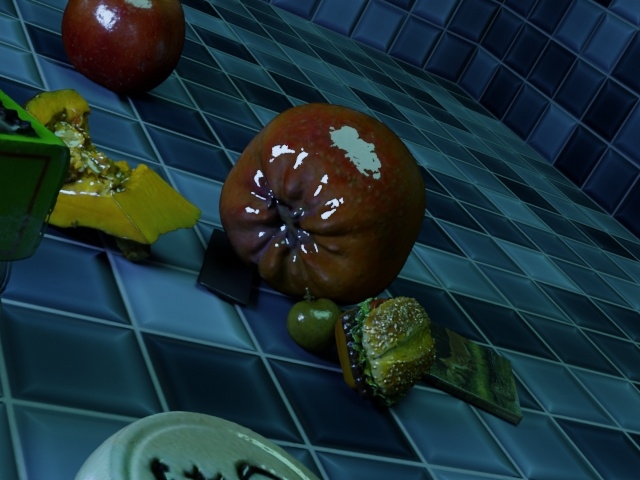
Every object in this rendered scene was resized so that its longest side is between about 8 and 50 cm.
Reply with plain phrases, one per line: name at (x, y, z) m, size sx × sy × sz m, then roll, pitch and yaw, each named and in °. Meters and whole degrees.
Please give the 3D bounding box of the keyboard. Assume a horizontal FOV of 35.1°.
keyboard at (-0.126, 0.035, 1.388) m, size 0.074 × 0.015 × 0.196 m, roll 29°, pitch 20°, yaw -11°

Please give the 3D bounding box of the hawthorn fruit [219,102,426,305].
hawthorn fruit at (0.024, -0.056, 1.387) m, size 0.277 × 0.277 × 0.298 m, roll 34°, pitch 35°, yaw 13°

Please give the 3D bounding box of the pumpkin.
pumpkin at (-0.289, -0.065, 1.271) m, size 0.248 × 0.126 × 0.131 m, roll 46°, pitch 26°, yaw -2°

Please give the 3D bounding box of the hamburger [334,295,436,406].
hamburger at (0.093, 0.136, 1.282) m, size 0.166 × 0.087 × 0.137 m, roll -13°, pitch 90°, yaw -58°

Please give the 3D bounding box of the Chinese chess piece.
Chinese chess piece at (-0.082, 0.244, 0.802) m, size 0.250 × 0.101 × 0.250 m, roll 27°, pitch 19°, yaw -10°

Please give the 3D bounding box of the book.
book at (0.180, 0.171, 1.453) m, size 0.228 × 0.024 × 0.160 m, roll 27°, pitch 22°, yaw -7°

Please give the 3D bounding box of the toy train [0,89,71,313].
toy train at (-0.378, -0.023, 0.839) m, size 0.173 × 0.248 × 0.307 m, roll 38°, pitch 22°, yaw 31°

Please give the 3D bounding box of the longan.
longan at (-0.007, 0.100, 1.289) m, size 0.075 × 0.083 × 0.075 m, roll -7°, pitch 4°, yaw 1°

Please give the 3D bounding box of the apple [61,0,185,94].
apple at (-0.353, -0.375, 1.816) m, size 0.218 × 0.201 × 0.218 m, roll 24°, pitch 28°, yaw -14°
